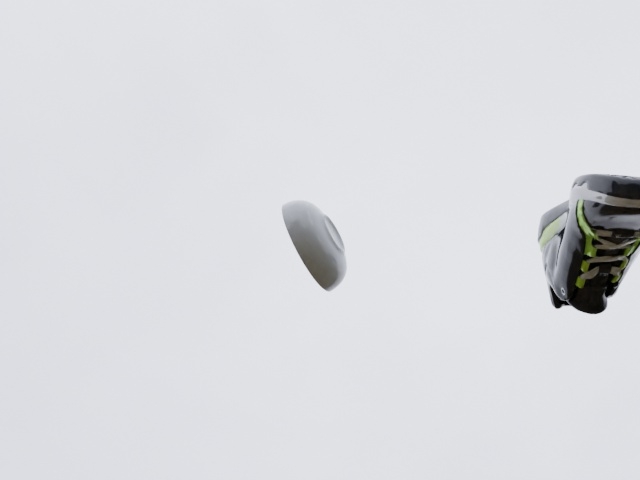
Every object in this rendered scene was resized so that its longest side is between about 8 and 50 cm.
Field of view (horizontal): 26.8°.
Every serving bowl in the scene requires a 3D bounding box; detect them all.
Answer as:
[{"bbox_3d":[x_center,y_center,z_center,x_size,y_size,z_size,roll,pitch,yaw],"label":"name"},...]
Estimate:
[{"bbox_3d":[0.000,0.000,1.119,0.027,0.083,0.083,-29,-55,12],"label":"serving bowl"}]

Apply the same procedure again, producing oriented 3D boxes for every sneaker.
[{"bbox_3d":[0.234,0.010,1.090,0.084,0.097,0.234,2,-12,-2],"label":"sneaker"}]
